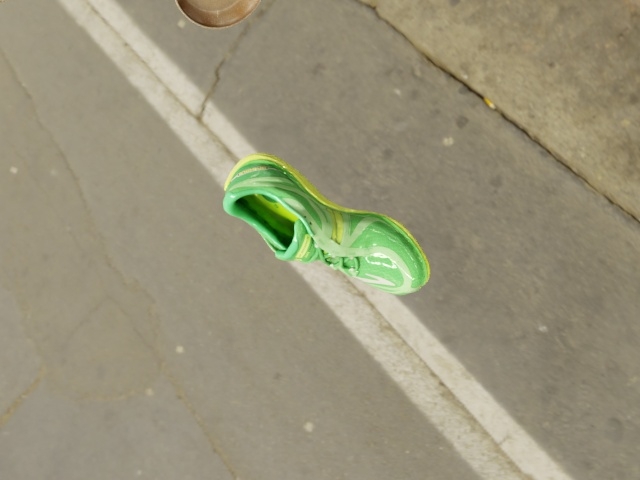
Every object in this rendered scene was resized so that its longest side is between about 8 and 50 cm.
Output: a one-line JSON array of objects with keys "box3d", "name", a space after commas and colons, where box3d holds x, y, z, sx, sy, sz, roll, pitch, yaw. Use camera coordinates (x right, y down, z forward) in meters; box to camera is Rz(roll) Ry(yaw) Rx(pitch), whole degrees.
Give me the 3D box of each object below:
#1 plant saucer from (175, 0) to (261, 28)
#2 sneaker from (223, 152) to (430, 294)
[{"box3d": [-0.194, -0.502, 1.644, 0.198, 0.198, 0.036, -51, 45, 9], "name": "plant saucer"}, {"box3d": [0.000, 0.000, 1.135, 0.295, 0.123, 0.109, 28, 130, 2], "name": "sneaker"}]
